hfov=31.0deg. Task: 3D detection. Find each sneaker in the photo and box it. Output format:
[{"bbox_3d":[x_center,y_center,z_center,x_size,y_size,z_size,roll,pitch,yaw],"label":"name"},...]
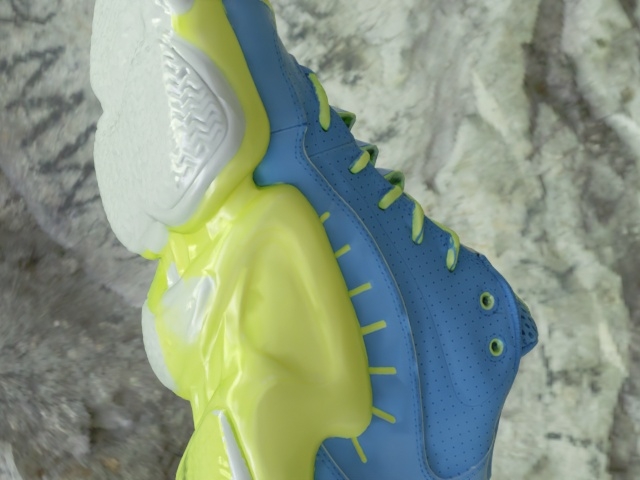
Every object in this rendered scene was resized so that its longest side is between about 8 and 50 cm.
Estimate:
[{"bbox_3d":[0.000,0.000,0.389,0.126,0.091,0.240,-10,-85,-27],"label":"sneaker"}]
